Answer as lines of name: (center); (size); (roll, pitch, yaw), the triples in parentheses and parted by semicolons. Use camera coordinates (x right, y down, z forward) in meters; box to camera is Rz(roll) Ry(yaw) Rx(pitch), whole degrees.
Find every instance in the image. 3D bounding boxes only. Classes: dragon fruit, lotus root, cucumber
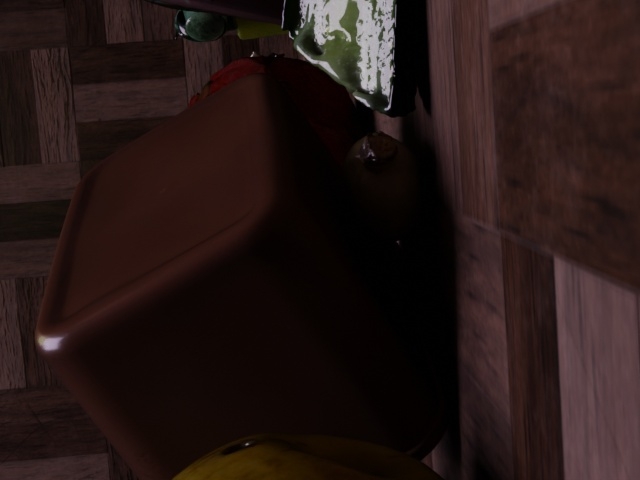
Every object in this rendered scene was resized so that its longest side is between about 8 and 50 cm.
dragon fruit: (-0.060, -0.115, 1.326); (0.299, 0.244, 0.244); (-72, -17, -52)
lotus root: (0.051, -0.044, 0.867); (0.150, 0.062, 0.073); (74, 180, -64)
cucumber: (0.035, -0.198, 0.852); (0.115, 0.085, 0.193); (10, 108, 41)

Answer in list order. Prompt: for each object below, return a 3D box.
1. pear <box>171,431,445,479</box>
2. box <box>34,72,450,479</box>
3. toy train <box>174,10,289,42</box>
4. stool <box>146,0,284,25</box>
pear: (-0.012, 0.256, 0.667); (0.281, 0.280, 0.281); (175, 90, -87)
box: (-0.070, 0.042, 0.913); (0.229, 0.239, 0.339); (56, -169, -25)
toy train: (-0.113, -0.452, 1.622); (0.160, 0.253, 0.397); (78, -175, -54)
stool: (-0.075, -0.342, 1.253); (0.272, 0.272, 0.179); (-107, 25, -77)
